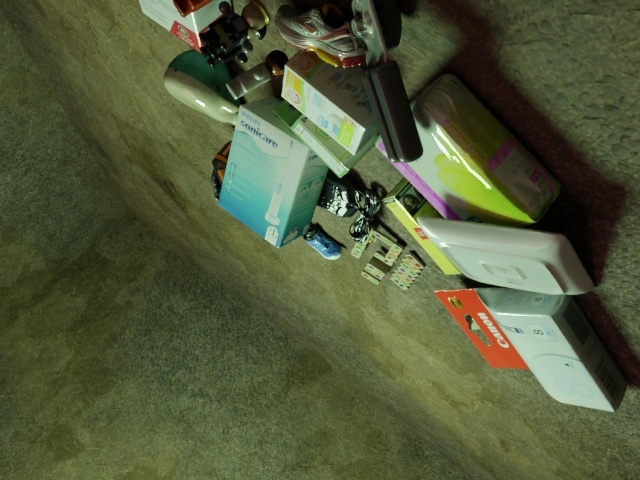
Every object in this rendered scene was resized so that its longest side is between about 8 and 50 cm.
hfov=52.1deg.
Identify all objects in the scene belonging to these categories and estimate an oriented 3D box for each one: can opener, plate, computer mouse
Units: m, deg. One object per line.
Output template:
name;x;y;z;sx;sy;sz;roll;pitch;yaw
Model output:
can opener;0.121;-0.271;1.068;0.283;0.095;0.076;70;164;-13
plate;0.351;0.040;1.243;0.277;0.045;0.278;8;163;36
computer mouse;0.034;-0.125;1.670;0.272;0.072;0.188;31;141;13

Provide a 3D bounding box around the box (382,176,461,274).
box;0.244;-0.035;1.437;0.232;0.087;0.058;49;159;-14

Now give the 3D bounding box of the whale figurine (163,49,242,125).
whale figurine;-0.269;-0.387;1.680;0.216;0.141;0.272;27;179;38

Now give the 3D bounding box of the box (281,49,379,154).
box;0.032;-0.287;1.299;0.203;0.103;0.114;40;160;7

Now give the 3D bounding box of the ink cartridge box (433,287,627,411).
ink cartridge box;0.461;0.244;1.523;0.308;0.091;0.385;50;150;-21

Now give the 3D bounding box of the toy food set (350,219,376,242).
toy food set;0.119;-0.025;1.792;0.083;0.020;0.082;42;160;5

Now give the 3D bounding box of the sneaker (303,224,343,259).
sneaker;-0.001;0.001;2.017;0.152;0.058;0.084;34;168;41

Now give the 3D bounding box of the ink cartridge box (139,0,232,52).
ink cartridge box;-0.298;-0.560;1.356;0.197;0.114;0.272;37;160;17

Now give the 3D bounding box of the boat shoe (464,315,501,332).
boat shoe;0.423;0.203;1.651;0.133;0.042;0.048;-2;118;52

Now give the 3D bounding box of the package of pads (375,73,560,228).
package of pads;0.257;-0.137;1.180;0.296;0.101;0.229;44;161;-4

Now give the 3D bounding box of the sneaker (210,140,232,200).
sneaker;-0.211;-0.140;1.950;0.321;0.180;0.125;51;159;-21

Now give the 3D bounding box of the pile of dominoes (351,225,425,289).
pile of dominoes;0.175;0.063;1.799;0.196;0.040;0.251;33;160;6

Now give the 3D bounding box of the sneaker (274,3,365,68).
sneaker;0.004;-0.394;1.197;0.225;0.088;0.092;35;132;34

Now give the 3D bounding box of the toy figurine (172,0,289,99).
toy figurine;-0.164;-0.407;1.281;0.209;0.148;0.213;54;176;34

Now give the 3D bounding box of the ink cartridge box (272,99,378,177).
ink cartridge box;0.012;-0.249;1.408;0.209;0.109;0.062;45;160;-3

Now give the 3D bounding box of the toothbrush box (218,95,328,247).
toothbrush box;-0.110;-0.167;1.598;0.216;0.126;0.295;34;128;22
